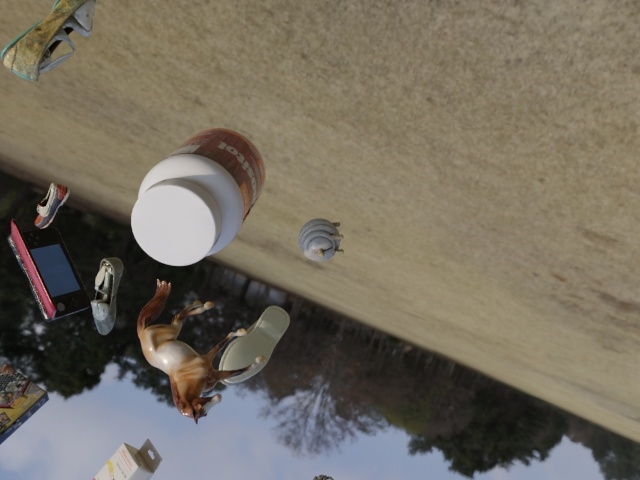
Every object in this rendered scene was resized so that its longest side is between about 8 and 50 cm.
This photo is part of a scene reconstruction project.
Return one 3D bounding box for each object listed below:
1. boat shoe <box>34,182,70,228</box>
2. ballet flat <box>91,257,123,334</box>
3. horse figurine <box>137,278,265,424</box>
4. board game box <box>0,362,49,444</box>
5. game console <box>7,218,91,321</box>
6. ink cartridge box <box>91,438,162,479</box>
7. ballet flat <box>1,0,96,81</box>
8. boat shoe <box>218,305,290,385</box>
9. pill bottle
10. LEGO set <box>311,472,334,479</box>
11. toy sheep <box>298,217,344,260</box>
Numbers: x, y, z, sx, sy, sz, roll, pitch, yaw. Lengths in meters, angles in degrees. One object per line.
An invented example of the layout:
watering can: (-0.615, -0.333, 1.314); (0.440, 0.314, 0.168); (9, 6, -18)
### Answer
boat shoe: (-0.652, -0.083, 1.543); (0.043, 0.137, 0.049); (20, -147, -44)
ballet flat: (-0.587, 0.149, 1.738); (0.072, 0.213, 0.068); (10, 179, 24)
horse figurine: (-0.222, 0.177, 1.070); (0.263, 0.174, 0.066); (37, 141, 26)
board game box: (-0.882, 0.462, 1.726); (0.165, 0.243, 0.042); (28, 137, 17)
game console: (-0.397, 0.038, 0.958); (0.085, 0.144, 0.124); (-28, 176, 30)
ink cartridge box: (-0.531, 0.635, 1.747); (0.115, 0.198, 0.067); (30, 167, 47)
ballet flat: (-0.652, -0.537, 1.637); (0.123, 0.349, 0.123); (28, 158, 13)
boat shoe: (-0.188, 0.302, 1.781); (0.109, 0.091, 0.305); (39, -139, 3)
pill bottle: (-0.100, -0.038, 0.541); (0.086, 0.086, 0.152); (21, -157, -3)
LEGO set: (-0.015, 0.485, 1.295); (0.083, 0.024, 0.054); (-17, 164, -7)
toy sheep: (0.000, 0.000, 1.265); (0.091, 0.091, 0.132); (22, -163, -12)
